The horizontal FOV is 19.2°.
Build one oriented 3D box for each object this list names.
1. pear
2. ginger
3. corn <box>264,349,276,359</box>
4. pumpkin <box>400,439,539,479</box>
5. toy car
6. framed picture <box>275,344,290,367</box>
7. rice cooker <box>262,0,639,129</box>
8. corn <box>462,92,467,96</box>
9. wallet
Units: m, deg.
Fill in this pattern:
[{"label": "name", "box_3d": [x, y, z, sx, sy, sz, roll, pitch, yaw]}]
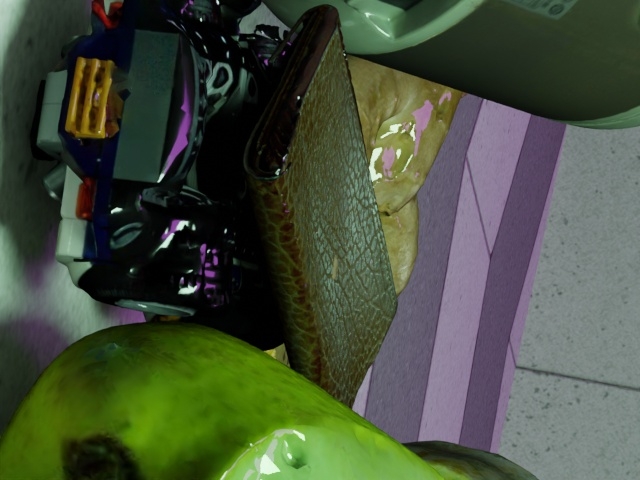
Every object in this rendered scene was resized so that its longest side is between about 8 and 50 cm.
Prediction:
[{"label": "pear", "box_3d": [-0.080, 0.191, 0.991, 0.342, 0.239, 0.318, -39, 129, -39]}, {"label": "ginger", "box_3d": [0.049, -0.112, 1.486, 0.363, 0.122, 0.348, 16, 93, -66]}, {"label": "corn", "box_3d": [-0.063, 0.081, 1.313, 0.067, 0.067, 0.206, -54, 149, -62]}, {"label": "pumpkin", "box_3d": [0.069, 0.311, 1.476, 0.199, 0.332, 0.332, 48, 53, -72]}, {"label": "toy car", "box_3d": [-0.078, -0.047, 1.044, 0.301, 0.118, 0.193, 37, 60, -75]}, {"label": "framed picture", "box_3d": [-0.004, 0.054, 1.659, 0.338, 0.014, 0.255, -67, 162, -44]}, {"label": "rice cooker", "box_3d": [0.142, -0.241, 1.184, 0.325, 0.335, 0.335, 14, 85, -40]}, {"label": "corn", "box_3d": [0.108, -0.224, 1.777, 0.253, 0.086, 0.086, 76, 27, -57]}, {"label": "wallet", "box_3d": [0.000, 0.000, 1.068, 0.243, 0.039, 0.133, 79, 26, -47]}]
